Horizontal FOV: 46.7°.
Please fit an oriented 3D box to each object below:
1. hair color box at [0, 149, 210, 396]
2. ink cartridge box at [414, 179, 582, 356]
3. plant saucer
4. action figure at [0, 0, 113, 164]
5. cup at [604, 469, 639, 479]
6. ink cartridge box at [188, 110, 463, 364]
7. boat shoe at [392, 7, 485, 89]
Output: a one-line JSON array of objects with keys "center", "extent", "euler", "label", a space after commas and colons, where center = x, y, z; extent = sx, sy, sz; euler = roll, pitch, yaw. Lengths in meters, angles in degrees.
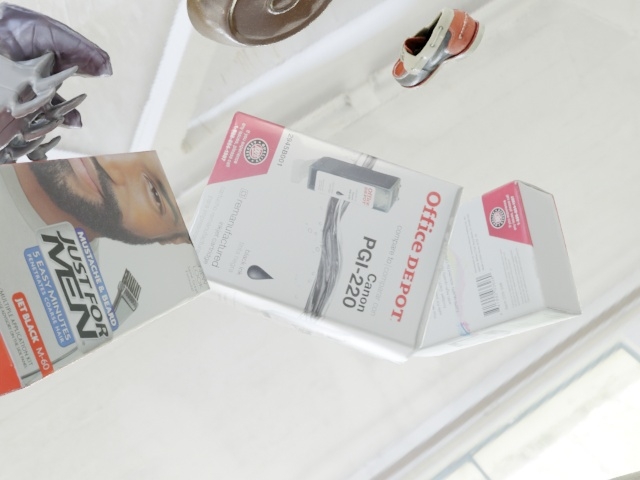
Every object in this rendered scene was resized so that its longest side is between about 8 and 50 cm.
[{"center": [-0.126, 0.009, 0.369], "extent": [0.053, 0.093, 0.167], "euler": [-20, 4, 18], "label": "hair color box"}, {"center": [0.269, 0.060, 1.295], "extent": [0.131, 0.226, 0.306], "euler": [10, -25, -41], "label": "ink cartridge box"}, {"center": [-0.046, -0.270, 0.794], "extent": [0.198, 0.036, 0.199], "euler": [-28, -18, -10], "label": "plant saucer"}, {"center": [-0.230, -0.003, 0.375], "extent": [0.285, 0.099, 0.185], "euler": [-59, 1, -30], "label": "action figure"}, {"center": [0.265, 0.243, 0.375], "extent": [0.330, 0.331, 0.237], "euler": [-4, -39, -34], "label": "cup"}, {"center": [0.000, 0.000, 0.663], "extent": [0.092, 0.217, 0.159], "euler": [114, 175, -72], "label": "ink cartridge box"}, {"center": [0.099, -0.180, 0.695], "extent": [0.043, 0.137, 0.049], "euler": [18, -101, -19], "label": "boat shoe"}]
